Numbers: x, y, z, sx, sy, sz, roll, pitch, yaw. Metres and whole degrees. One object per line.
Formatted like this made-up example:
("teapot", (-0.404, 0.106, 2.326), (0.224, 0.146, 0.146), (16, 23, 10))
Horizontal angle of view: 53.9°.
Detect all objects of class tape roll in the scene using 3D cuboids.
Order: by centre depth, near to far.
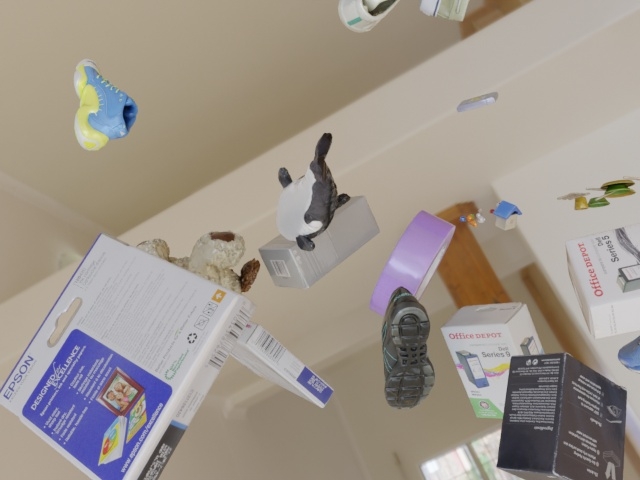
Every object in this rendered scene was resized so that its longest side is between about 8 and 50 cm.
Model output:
("tape roll", (0.222, 0.067, 1.517), (0.090, 0.275, 0.275), (29, 180, 14))

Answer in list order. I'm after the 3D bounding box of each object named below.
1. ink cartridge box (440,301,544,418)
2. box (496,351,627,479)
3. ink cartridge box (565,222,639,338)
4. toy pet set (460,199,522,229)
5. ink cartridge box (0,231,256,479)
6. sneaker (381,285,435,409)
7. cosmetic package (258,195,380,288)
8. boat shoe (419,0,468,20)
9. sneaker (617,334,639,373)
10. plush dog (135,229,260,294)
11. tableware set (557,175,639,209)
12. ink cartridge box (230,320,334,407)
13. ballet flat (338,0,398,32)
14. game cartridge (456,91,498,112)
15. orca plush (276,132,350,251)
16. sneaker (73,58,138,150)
("ink cartridge box", (0.352, 0.237, 1.235), (0.093, 0.154, 0.212), (-30, -78, -42))
("box", (0.331, 0.253, 0.854), (0.156, 0.093, 0.158), (30, -118, -28))
("ink cartridge box", (0.675, 0.071, 1.312), (0.198, 0.272, 0.115), (-88, -22, -47))
("toy pet set", (0.434, -0.074, 1.579), (0.114, 0.122, 0.065), (33, 129, 49))
("ink cartridge box", (-0.290, 0.167, 0.923), (0.307, 0.304, 0.072), (19, 163, 35))
("sneaker", (0.170, 0.214, 1.242), (0.106, 0.101, 0.267), (-105, 14, -62))
("cosmetic package", (0.000, 0.000, 1.357), (0.127, 0.238, 0.107), (-1, 116, 55))
("boat shoe", (0.268, -0.543, 1.136), (0.302, 0.094, 0.109), (107, -177, -49))
("sneaker", (0.795, 0.187, 1.455), (0.147, 0.330, 0.130), (35, -133, 8))
("plush dog", (-0.253, 0.098, 1.352), (0.225, 0.262, 0.211), (19, -115, -70))
("tableware set", (0.461, -0.070, 0.992), (0.154, 0.104, 0.024), (156, 113, -66))
("ink cartridge box", (-0.168, 0.300, 1.688), (0.330, 0.071, 0.324), (12, 151, 51))
("ballet flat", (0.197, -0.617, 1.362), (0.139, 0.400, 0.139), (39, 180, 0))
("game cartridge", (0.336, -0.296, 1.350), (0.017, 0.083, 0.056), (66, -148, -21))
("orca plush", (0.000, -0.084, 1.080), (0.151, 0.102, 0.287), (62, 157, 27))
("sneaker", (-0.446, -0.293, 1.330), (0.091, 0.126, 0.240), (84, 175, -62))
